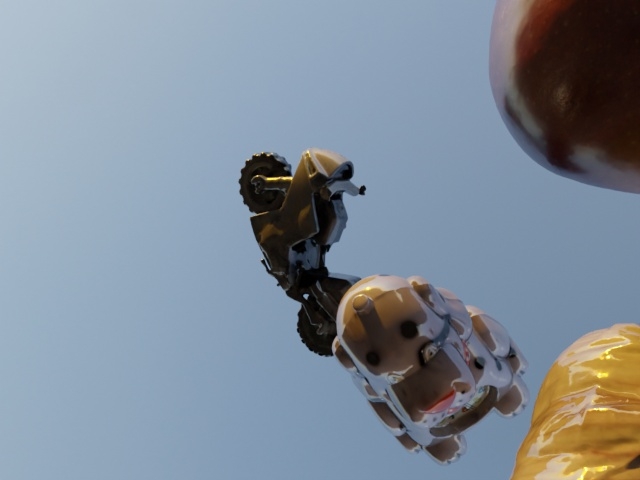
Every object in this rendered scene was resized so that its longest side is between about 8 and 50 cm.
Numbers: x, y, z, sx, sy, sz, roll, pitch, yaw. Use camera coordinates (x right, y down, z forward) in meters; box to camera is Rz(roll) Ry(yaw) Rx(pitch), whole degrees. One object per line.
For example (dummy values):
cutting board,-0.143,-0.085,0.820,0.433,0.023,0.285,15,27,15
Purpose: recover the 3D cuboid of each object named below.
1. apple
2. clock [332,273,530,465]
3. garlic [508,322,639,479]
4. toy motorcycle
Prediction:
apple,0.296,-0.190,0.675,0.288,0.288,0.317,53,-38,26
clock,0.104,0.120,0.805,0.189,0.254,0.188,-11,-118,22
garlic,0.309,0.213,0.604,0.259,0.317,0.317,142,-63,-63
toy motorcycle,0.000,0.000,0.922,0.159,0.106,0.270,-29,-99,27
